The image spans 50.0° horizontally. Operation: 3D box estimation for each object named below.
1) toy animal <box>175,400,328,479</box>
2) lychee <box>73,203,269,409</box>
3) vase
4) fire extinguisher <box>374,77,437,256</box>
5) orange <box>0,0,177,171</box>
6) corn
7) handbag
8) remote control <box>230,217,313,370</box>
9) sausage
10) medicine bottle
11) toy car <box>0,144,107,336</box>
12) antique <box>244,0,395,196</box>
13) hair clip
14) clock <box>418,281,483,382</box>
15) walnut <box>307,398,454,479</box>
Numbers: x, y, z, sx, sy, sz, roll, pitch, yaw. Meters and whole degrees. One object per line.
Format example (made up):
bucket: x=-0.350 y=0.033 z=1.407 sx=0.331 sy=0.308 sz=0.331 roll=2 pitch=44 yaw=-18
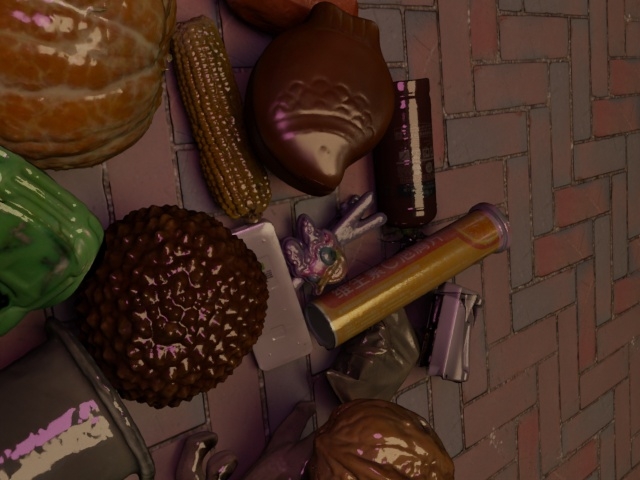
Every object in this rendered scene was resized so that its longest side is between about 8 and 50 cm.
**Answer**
toy animal: x=-0.071 y=0.440 z=1.105 sx=0.344 sy=0.194 sz=0.302 roll=-5 pitch=92 yaw=-40
lychee: x=-0.197 y=0.091 z=0.892 sx=0.268 sy=0.268 sz=0.267 roll=-5 pitch=97 yaw=-42
vase: x=-0.378 y=0.258 z=0.791 sx=0.291 sy=0.245 sz=0.245 roll=-31 pitch=115 yaw=-27
fire extinguisher: x=0.153 y=-0.132 z=1.304 sx=0.136 sy=0.114 sz=0.337 roll=-11 pitch=101 yaw=-26
orange: x=-0.286 y=-0.234 z=0.745 sx=0.249 sy=0.329 sz=0.329 roll=14 pitch=83 yaw=-13
corn: x=-0.150 y=-0.174 z=1.034 sx=0.097 sy=0.097 sz=0.319 roll=-28 pitch=109 yaw=-38
handbag: x=0.101 y=0.215 z=1.285 sx=0.270 sy=0.117 sz=0.182 roll=-54 pitch=132 yaw=-32
remote control: x=-0.091 y=0.092 z=1.126 sx=0.103 sy=0.034 sz=0.250 roll=-22 pitch=111 yaw=-10
sausage: x=-0.047 y=-0.384 z=1.084 sx=0.258 sy=0.133 sz=0.133 roll=6 pitch=90 yaw=-40
medicine bottle: x=0.169 y=0.062 z=1.259 sx=0.426 sy=0.108 sz=0.108 roll=-28 pitch=113 yaw=-26
toy car: x=-0.400 y=0.036 z=0.701 sx=0.213 sy=0.359 sz=0.176 roll=46 pitch=37 yaw=-40
antique: x=-0.001 y=-0.205 z=1.022 sx=0.224 sy=0.129 sz=0.278 roll=12 pitch=79 yaw=-19
hair clip: x=0.011 y=-0.002 z=1.200 sx=0.278 sy=0.090 sz=0.137 roll=-45 pitch=116 yaw=-31
clock: x=0.272 y=0.191 z=1.402 sx=0.253 sy=0.083 sz=0.186 roll=30 pitch=72 yaw=-71
walnut: x=0.090 y=0.338 z=1.019 sx=0.245 sy=0.198 sz=0.198 roll=31 pitch=72 yaw=-25
